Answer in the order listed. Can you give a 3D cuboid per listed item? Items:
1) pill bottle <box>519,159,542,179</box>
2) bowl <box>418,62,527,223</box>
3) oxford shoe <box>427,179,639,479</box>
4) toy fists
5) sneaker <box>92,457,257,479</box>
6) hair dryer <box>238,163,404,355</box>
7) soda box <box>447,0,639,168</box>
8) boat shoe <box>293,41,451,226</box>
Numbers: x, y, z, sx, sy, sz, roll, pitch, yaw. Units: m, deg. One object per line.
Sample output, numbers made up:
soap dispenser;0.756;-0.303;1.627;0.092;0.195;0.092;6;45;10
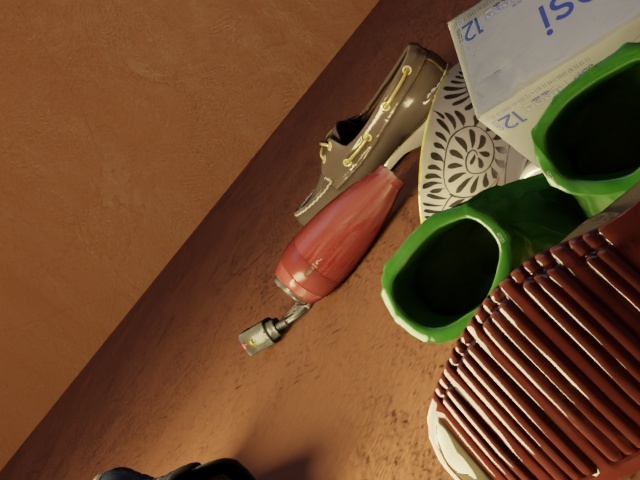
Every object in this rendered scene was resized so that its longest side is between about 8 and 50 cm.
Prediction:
pill bottle;0.201;-0.073;0.926;0.067;0.067;0.120;-38;18;51
bowl;0.149;-0.062;0.997;0.080;0.170;0.170;9;50;26
oxford shoe;0.196;0.021;0.639;0.348;0.123;0.130;-47;-14;30
toy fists;0.168;-0.027;0.776;0.279;0.096;0.142;-47;-15;32
sneaker;-0.124;0.258;1.103;0.148;0.131;0.350;-47;16;-7
hair dryer;0.000;0.000;1.470;0.293;0.080;0.223;-41;15;43
soda box;0.233;-0.168;0.804;0.286;0.091;0.098;-32;51;27
boat shoe;0.059;-0.129;1.581;0.324;0.097;0.116;-44;14;35
